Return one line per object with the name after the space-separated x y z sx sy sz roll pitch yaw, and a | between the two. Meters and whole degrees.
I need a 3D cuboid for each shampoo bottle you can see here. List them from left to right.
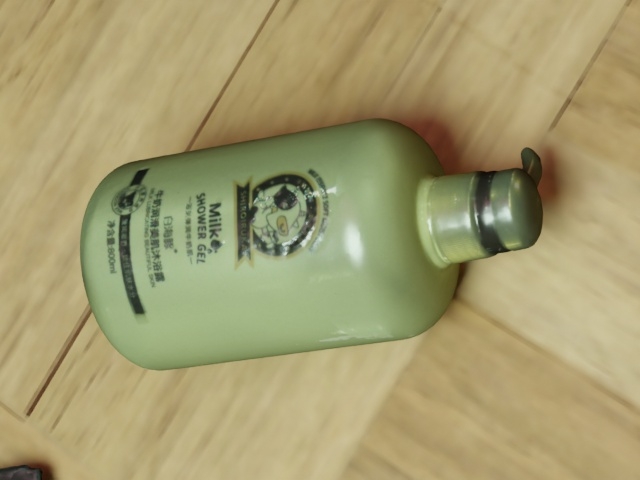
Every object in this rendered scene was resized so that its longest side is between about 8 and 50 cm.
0.000 0.000 0.667 0.162 0.079 0.079 -8 72 26 | shampoo bottle

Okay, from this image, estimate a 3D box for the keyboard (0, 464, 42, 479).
-0.127 0.203 0.711 0.072 0.023 0.231 -12 71 17 | keyboard
